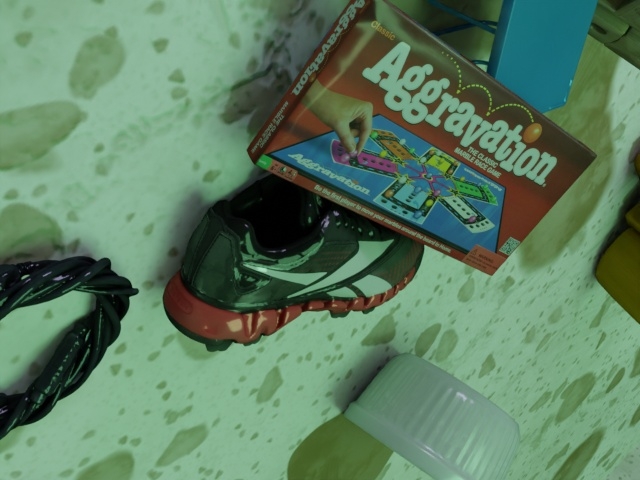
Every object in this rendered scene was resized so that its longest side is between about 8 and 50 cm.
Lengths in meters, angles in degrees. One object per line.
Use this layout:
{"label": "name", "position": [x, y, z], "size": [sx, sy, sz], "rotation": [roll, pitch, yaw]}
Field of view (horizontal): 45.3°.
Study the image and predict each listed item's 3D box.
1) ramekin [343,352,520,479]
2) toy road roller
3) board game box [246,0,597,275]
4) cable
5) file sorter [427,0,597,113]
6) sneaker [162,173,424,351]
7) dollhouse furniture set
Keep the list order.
{"label": "ramekin", "position": [0.142, 0.226, 0.930], "size": [0.109, 0.207, 0.207], "rotation": [-55, 145, -9]}
{"label": "toy road roller", "position": [0.554, 0.007, 1.190], "size": [0.240, 0.202, 0.329], "rotation": [-43, 147, 7]}
{"label": "board game box", "position": [0.094, -0.070, 0.612], "size": [0.281, 0.027, 0.145], "rotation": [23, 113, -37]}
{"label": "cable", "position": [-0.210, 0.079, 0.544], "size": [0.184, 0.047, 0.151], "rotation": [-23, 136, -35]}
{"label": "file sorter", "position": [0.155, -0.198, 0.648], "size": [0.118, 0.104, 0.170], "rotation": [-23, 136, -33]}
{"label": "sneaker", "position": [0.000, 0.000, 0.659], "size": [0.276, 0.097, 0.135], "rotation": [-12, 131, -40]}
{"label": "dollhouse furniture set", "position": [0.328, -0.243, 0.702], "size": [0.129, 0.129, 0.184], "rotation": [-56, -178, 7]}
